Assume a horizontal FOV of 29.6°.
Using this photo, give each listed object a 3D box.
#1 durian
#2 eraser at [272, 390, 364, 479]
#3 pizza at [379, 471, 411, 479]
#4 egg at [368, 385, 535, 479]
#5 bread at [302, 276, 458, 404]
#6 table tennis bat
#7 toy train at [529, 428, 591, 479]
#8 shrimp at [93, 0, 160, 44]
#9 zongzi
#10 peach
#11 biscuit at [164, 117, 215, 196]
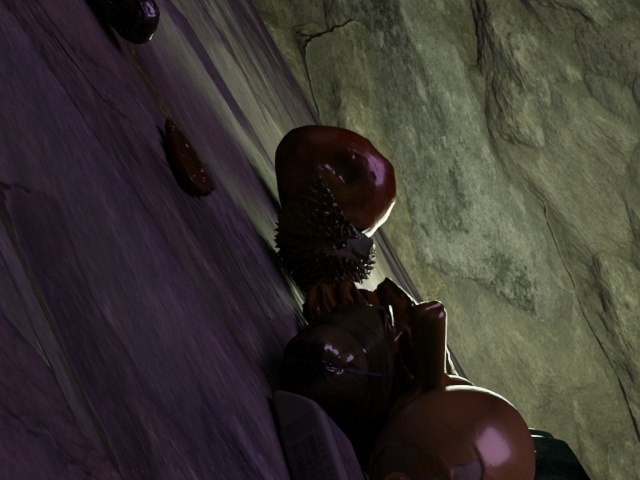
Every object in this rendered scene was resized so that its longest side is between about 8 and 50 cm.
[{"bbox_3d":[0.000,0.000,1.917,0.193,0.138,0.237,56,8,13],"label":"durian"},{"bbox_3d":[0.025,0.294,1.279,0.089,0.061,0.352,54,10,-42],"label":"eraser"},{"bbox_3d":[0.089,0.361,1.364,0.154,0.069,0.193,73,13,-70],"label":"pizza"},{"bbox_3d":[0.175,0.282,1.544,0.201,0.201,0.244,60,35,-2],"label":"egg"},{"bbox_3d":[0.118,0.207,1.793,0.324,0.167,0.277,54,10,-29],"label":"bread"},{"bbox_3d":[0.153,0.234,1.659,0.050,0.198,0.320,24,-56,53],"label":"table tennis bat"},{"bbox_3d":[0.301,0.429,1.723,0.442,0.179,0.272,-100,-171,-78],"label":"toy train"},{"bbox_3d":[-0.294,-0.366,1.636,0.090,0.079,0.232,-29,85,-44],"label":"shrimp"},{"bbox_3d":[0.020,0.210,1.518,0.221,0.112,0.242,-18,110,-64],"label":"zongzi"},{"bbox_3d":[0.013,-0.105,2.175,0.235,0.214,0.214,46,12,-17],"label":"peach"},{"bbox_3d":[-0.176,-0.099,1.591,0.119,0.019,0.130,57,8,-21],"label":"biscuit"}]
